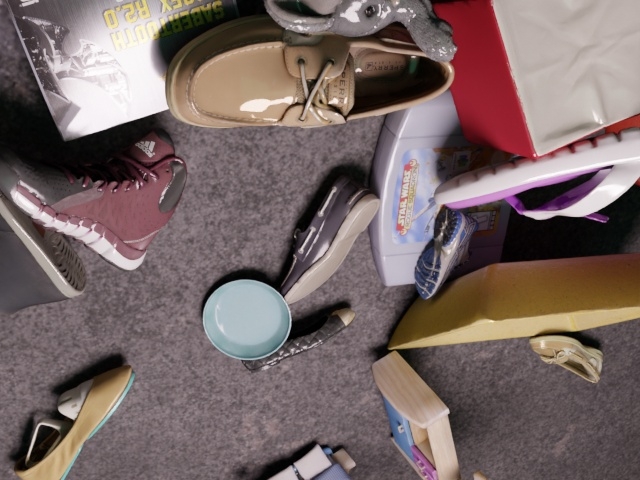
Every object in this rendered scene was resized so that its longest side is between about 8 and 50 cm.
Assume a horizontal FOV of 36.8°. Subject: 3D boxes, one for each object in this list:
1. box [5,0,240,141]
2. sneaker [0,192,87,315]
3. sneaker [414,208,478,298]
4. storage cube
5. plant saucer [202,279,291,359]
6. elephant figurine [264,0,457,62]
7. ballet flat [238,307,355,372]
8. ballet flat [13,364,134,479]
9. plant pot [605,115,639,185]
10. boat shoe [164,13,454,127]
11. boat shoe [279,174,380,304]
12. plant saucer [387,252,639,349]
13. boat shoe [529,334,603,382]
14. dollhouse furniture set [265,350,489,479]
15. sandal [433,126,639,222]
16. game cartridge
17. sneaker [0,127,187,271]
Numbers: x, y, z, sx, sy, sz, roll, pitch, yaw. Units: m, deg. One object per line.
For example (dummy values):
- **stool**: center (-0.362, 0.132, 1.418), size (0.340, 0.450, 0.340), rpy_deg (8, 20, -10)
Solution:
- **box**: center (-0.205, -0.230, 1.055), size (0.231, 0.056, 0.183), rpy_deg (-19, 125, -8)
- **sneaker**: center (-0.381, -0.004, 1.119), size (0.118, 0.083, 0.222), rpy_deg (-22, 117, 12)
- **sneaker**: center (0.174, 0.024, 1.291), size (0.058, 0.052, 0.135), rpy_deg (6, 120, -31)
- **storage cube**: center (0.261, -0.218, 1.111), size (0.184, 0.193, 0.215), rpy_deg (-22, 105, -9)
- **plant saucer**: center (-0.099, 0.104, 1.305), size (0.119, 0.021, 0.119), rpy_deg (0, 110, 1)
- **elephant figurine**: center (0.009, -0.284, 1.007), size (0.169, 0.186, 0.239), rpy_deg (-26, 111, -37)
- **ballet flat**: center (-0.031, 0.132, 1.347), size (0.173, 0.057, 0.049), rpy_deg (-24, 94, -9)
- **ballet flat**: center (-0.338, 0.249, 1.297), size (0.073, 0.080, 0.232), rpy_deg (32, 105, -17)
- **plant pot**: center (0.551, -0.183, 1.245), size (0.267, 0.236, 0.267), rpy_deg (-15, 124, -10)
- **boat shoe**: center (-0.004, -0.187, 1.073), size (0.341, 0.110, 0.121), rpy_deg (-15, 121, -29)
- **boat shoe**: center (0.000, 0.000, 1.281), size (0.075, 0.065, 0.206), rpy_deg (-14, 147, -55)
- **plant saucer**: center (0.294, 0.083, 1.324), size (0.333, 0.333, 0.081), rpy_deg (-3, 79, -18)
- **boat shoe**: center (0.390, 0.185, 1.520), size (0.153, 0.048, 0.056), rpy_deg (22, 155, -35)
- **dollhouse furniture set**: center (0.061, 0.363, 1.365), size (0.303, 0.286, 0.198), rpy_deg (-30, 134, -13)
- **sandal**: center (0.326, -0.070, 1.121), size (0.416, 0.169, 0.102), rpy_deg (-13, 92, 30)
- **game cartridge**: center (0.165, -0.072, 1.289), size (0.198, 0.062, 0.297), rpy_deg (-8, 123, -20)
- **sneaker**: center (-0.250, -0.081, 1.087), size (0.162, 0.106, 0.281), rpy_deg (-48, 152, 0)
